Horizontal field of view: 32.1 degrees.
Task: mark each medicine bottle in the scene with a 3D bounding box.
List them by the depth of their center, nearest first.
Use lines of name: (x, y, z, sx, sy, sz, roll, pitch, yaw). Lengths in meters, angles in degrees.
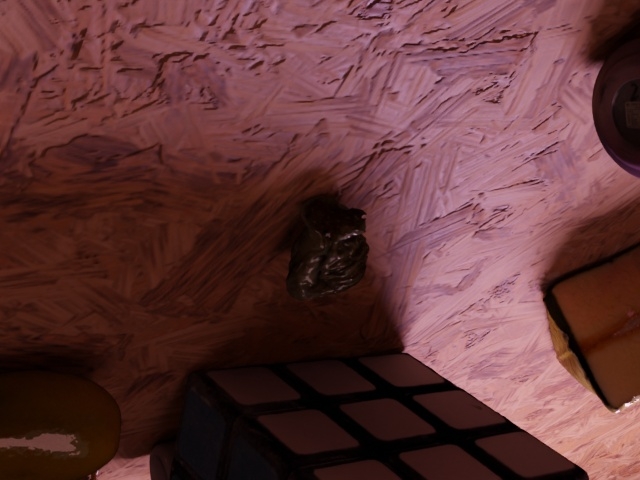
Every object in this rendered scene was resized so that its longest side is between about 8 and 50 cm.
medicine bottle: (-0.117, 0.251, 1.230, 0.130, 0.080, 0.080, -9, 148, -27)

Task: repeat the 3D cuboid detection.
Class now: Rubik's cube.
Rubik's cube: (0.035, 0.312, 1.118, 0.304, 0.301, 0.305, 1, 108, -37)

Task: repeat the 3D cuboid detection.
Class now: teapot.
teapot: (0.301, -0.131, 0.906, 0.146, 0.148, 0.116, -17, -171, -37)

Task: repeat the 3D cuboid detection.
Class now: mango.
mango: (-0.270, 0.166, 0.959, 0.195, 0.092, 0.130, 6, 141, -36)

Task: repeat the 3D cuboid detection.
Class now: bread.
bread: (0.381, 0.133, 1.327, 0.168, 0.163, 0.264, -27, 152, 3)

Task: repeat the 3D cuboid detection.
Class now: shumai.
shumai: (0.000, 0.000, 0.934, 0.083, 0.082, 0.080, -29, 116, -18)

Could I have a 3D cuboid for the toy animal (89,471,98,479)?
toy animal: (-0.254, 0.310, 1.232, 0.114, 0.116, 0.255, 3, 129, -20)
